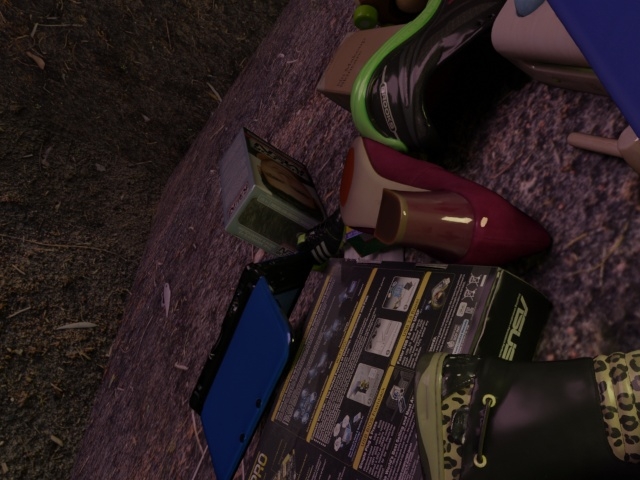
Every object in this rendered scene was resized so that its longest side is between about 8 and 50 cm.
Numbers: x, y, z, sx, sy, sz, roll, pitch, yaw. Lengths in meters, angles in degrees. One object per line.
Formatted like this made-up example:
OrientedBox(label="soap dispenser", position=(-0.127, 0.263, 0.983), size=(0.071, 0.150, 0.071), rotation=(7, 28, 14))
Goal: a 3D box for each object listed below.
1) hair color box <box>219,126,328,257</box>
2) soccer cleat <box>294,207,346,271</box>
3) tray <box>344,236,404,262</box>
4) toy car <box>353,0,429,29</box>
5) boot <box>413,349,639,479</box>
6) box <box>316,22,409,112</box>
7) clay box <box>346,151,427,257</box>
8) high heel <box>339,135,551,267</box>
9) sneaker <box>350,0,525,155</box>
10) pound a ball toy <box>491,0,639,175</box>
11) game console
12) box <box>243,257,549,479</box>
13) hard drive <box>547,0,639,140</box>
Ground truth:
OrientedBox(label="hair color box", position=(-0.107, -0.101, 1.299), size=(0.113, 0.185, 0.374), rotation=(-53, 24, 17))
OrientedBox(label="soccer cleat", position=(0.000, 0.000, 1.051), size=(0.179, 0.072, 0.060), rotation=(120, 162, -53))
OrientedBox(label="tray", position=(0.076, 0.028, 0.972), size=(0.145, 0.030, 0.270), rotation=(-42, 30, 40))
OrientedBox(label="toy car", position=(0.176, -0.528, 1.274), size=(0.188, 0.149, 0.155), rotation=(-13, 64, 46))
OrientedBox(label="boot", position=(0.176, 0.198, 0.473), size=(0.178, 0.085, 0.236), rotation=(-10, 89, 25))
OrientedBox(label="box", position=(0.115, -0.311, 1.157), size=(0.148, 0.121, 0.311), rotation=(-61, 23, 4))
OrientedBox(label="clay box", position=(0.107, -0.087, 0.961), size=(0.127, 0.053, 0.222), rotation=(-23, 40, 24))
OrientedBox(label="high heel", position=(0.135, -0.050, 0.807), size=(0.377, 0.181, 0.127), rotation=(-111, 32, -67))
OrientedBox(label="sneaker", position=(0.247, -0.320, 0.887), size=(0.202, 0.185, 0.483), rotation=(38, 97, 40))
OrientedBox(label="pound a ball toy", position=(0.293, -0.202, 0.644), size=(0.208, 0.135, 0.319), rotation=(-57, 23, 10))
OrientedBox(label="game console", position=(-0.082, 0.193, 0.969), size=(0.173, 0.250, 0.293), rotation=(36, 114, 24))
OrientedBox(label="box", position=(0.053, 0.216, 0.693), size=(0.318, 0.097, 0.395), rotation=(0, 65, 57))
OrientedBox(label="hard drive", position=(0.286, -0.195, 0.448), size=(0.210, 0.040, 0.319), rotation=(117, 149, -47))
